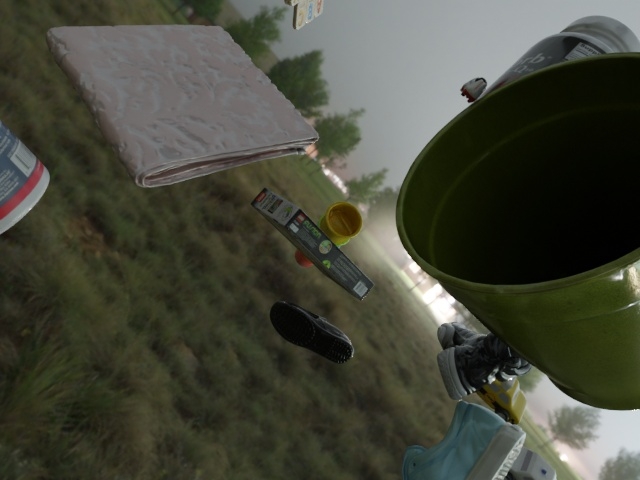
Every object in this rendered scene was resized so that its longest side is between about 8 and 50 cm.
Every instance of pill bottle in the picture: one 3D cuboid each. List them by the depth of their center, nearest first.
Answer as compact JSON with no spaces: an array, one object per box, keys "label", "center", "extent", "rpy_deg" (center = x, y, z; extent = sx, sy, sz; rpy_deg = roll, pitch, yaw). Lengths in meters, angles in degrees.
[{"label":"pill bottle","center":[-0.349,-0.092,0.576],"extent":[0.180,0.108,0.108],"rpy_deg":[56,1,-37]},{"label":"pill bottle","center":[0.412,-0.237,1.131],"extent":[0.210,0.363,0.210],"rpy_deg":[35,-29,23]}]

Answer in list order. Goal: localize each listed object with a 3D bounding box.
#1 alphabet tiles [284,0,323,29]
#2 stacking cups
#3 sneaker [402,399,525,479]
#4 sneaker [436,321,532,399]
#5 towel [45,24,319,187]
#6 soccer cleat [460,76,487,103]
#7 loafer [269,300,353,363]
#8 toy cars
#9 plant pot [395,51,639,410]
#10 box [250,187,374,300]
[{"label":"alphabet tiles","center":[-0.012,-0.626,1.417],"extent":[0.021,0.278,0.284],"rpy_deg":[18,37,13]},{"label":"stacking cups","center":[0.000,0.000,1.625],"extent":[0.096,0.096,0.316],"rpy_deg":[50,-29,0]},{"label":"sneaker","center":[0.182,0.429,1.058],"extent":[0.150,0.366,0.135],"rpy_deg":[31,-21,34]},{"label":"sneaker","center":[0.298,0.201,1.155],"extent":[0.268,0.153,0.101],"rpy_deg":[-38,109,-74]},{"label":"towel","center":[-0.213,-0.226,0.990],"extent":[0.317,0.053,0.332],"rpy_deg":[-16,56,-38]},{"label":"soccer cleat","center":[0.210,-0.206,0.862],"extent":[0.029,0.035,0.083],"rpy_deg":[49,21,-3]},{"label":"loafer","center":[-0.023,0.209,1.483],"extent":[0.220,0.080,0.078],"rpy_deg":[35,15,-10]},{"label":"toy cars","center":[0.433,0.415,1.403],"extent":[0.176,0.087,0.394],"rpy_deg":[9,50,-32]},{"label":"plant pot","center":[0.338,0.023,0.798],"extent":[0.353,0.366,0.366],"rpy_deg":[51,4,-34]},{"label":"box","center":[-0.011,0.007,0.990],"extent":[0.207,0.036,0.114],"rpy_deg":[45,-7,-38]}]
